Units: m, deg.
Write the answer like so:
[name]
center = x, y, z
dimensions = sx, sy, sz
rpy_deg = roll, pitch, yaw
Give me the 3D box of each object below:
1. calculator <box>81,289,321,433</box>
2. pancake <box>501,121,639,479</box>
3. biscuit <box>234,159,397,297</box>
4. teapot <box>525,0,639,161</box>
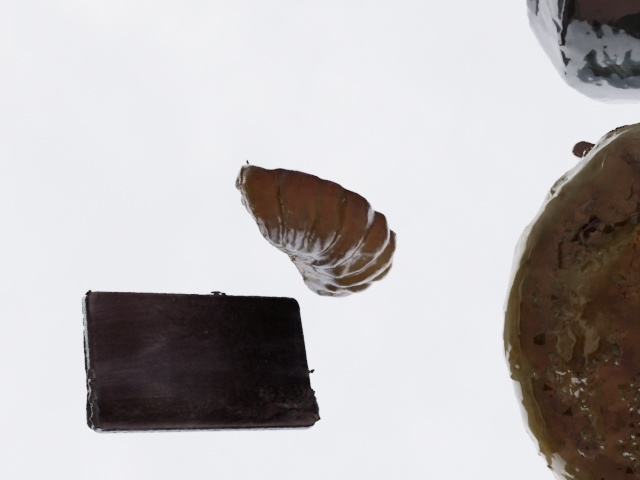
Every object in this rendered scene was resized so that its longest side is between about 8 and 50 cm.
[calculator]
center = -0.127, 0.130, 1.339
dimensions = 0.261, 0.021, 0.161
rpy_deg = 4, -117, -26
[pancake]
center = 0.330, 0.079, 1.000
dimensions = 0.387, 0.082, 0.387
rpy_deg = 1, -87, 12
[biscuit]
center = 0.000, 0.000, 1.009
dimensions = 0.118, 0.183, 0.061
rpy_deg = 6, -114, 27
[teapot]
center = 0.398, -0.215, 1.188
dimensions = 0.362, 0.305, 0.376
rpy_deg = 22, -91, 30
